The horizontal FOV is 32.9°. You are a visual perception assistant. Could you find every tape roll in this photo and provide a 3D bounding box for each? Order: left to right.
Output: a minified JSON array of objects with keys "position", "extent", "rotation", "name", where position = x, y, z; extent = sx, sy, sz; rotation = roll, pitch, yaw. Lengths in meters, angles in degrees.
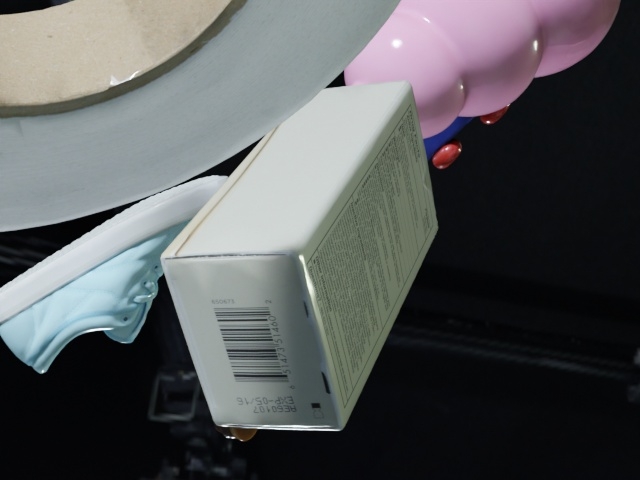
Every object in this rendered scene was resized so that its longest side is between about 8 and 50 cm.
[{"position":[-0.123,-0.146,0.465],"extent":[0.392,0.072,0.392],"rotation":[-20,-30,-12],"name":"tape roll"}]

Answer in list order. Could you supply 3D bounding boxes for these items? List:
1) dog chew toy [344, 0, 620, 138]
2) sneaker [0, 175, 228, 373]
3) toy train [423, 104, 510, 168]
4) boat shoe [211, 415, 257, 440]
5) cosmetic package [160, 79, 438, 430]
[{"position":[0.158,-0.224,1.116],"extent":[0.332,0.207,0.206],"rotation":[-41,-47,-22],"name":"dog chew toy"},{"position":[-0.255,0.048,1.434],"extent":[0.366,0.135,0.150],"rotation":[-30,-78,4],"name":"sneaker"},{"position":[0.139,-0.155,1.349],"extent":[0.105,0.143,0.248],"rotation":[43,-53,-3],"name":"toy train"},{"position":[-0.142,0.196,1.613],"extent":[0.073,0.073,0.206],"rotation":[-10,-78,-40],"name":"boat shoe"},{"position":[0.000,0.000,0.898],"extent":[0.113,0.309,0.160],"rotation":[-3,-62,22],"name":"cosmetic package"}]
